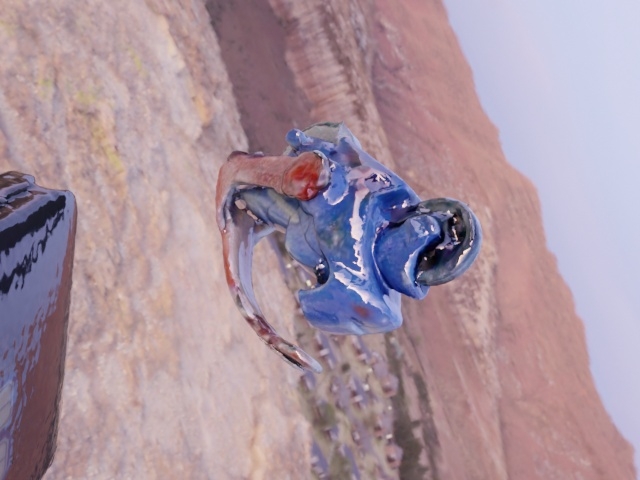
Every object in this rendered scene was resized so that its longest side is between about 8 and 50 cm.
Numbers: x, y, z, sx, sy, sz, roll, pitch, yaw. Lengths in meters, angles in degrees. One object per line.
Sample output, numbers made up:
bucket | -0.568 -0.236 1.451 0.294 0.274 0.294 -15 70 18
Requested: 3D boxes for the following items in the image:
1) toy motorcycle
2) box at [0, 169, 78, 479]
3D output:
toy motorcycle | 0.016 0.008 0.832 0.182 0.240 0.319 7 24 -39
box | -0.319 0.144 0.627 0.359 0.091 0.350 -69 172 -65
